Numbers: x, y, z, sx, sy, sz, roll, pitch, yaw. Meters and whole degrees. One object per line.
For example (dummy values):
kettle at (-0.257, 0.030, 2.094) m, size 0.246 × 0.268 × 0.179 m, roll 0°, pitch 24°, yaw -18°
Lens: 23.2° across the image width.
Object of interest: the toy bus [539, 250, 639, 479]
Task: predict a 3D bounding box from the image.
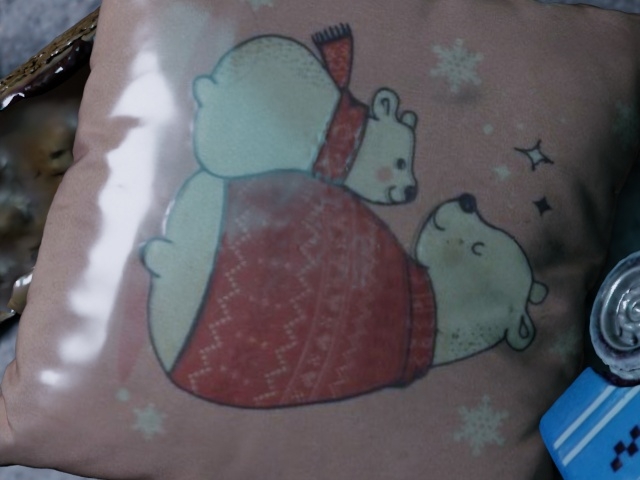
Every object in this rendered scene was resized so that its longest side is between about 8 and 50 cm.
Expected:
toy bus at (0.189, 0.022, 0.452) m, size 0.246 × 0.113 × 0.134 m, roll -50°, pitch 34°, yaw 24°

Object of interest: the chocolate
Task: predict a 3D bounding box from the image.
chocolate at (-0.143, -0.016, 0.658) m, size 0.329 × 0.102 × 0.065 m, roll -37°, pitch 36°, yaw 5°

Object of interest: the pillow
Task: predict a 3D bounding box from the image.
pillow at (0.000, 0.000, 0.576) m, size 0.223 × 0.084 × 0.236 m, roll 16°, pitch 85°, yaw -1°
